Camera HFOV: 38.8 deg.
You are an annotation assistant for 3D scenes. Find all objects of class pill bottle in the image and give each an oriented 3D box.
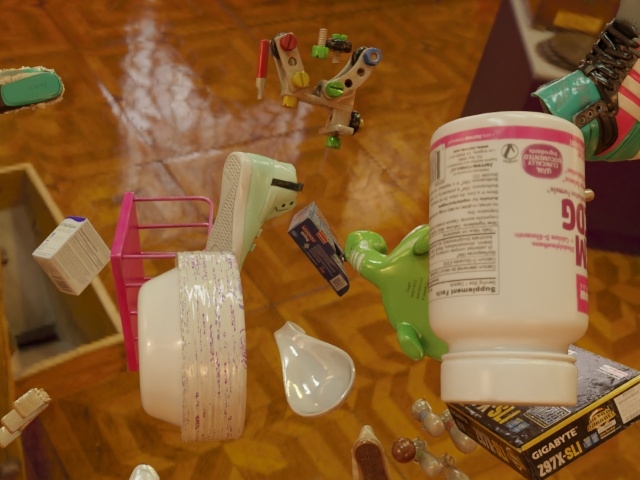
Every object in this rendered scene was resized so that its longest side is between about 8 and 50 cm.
[{"bbox_3d":[0.192,0.025,0.933,0.160,0.160,0.283,4,79,-12],"label":"pill bottle"}]

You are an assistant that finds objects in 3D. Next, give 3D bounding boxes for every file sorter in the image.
[{"bbox_3d":[-0.288,0.080,1.770,0.182,0.291,0.202,-1,37,-2],"label":"file sorter"}]

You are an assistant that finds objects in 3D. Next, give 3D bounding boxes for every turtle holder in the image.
[{"bbox_3d":[0.208,0.078,1.497,0.320,0.244,0.227,-13,9,17],"label":"turtle holder"}]

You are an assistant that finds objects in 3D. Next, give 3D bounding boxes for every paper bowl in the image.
[{"bbox_3d":[-0.196,0.157,1.355,0.148,0.284,0.284,-3,43,-11],"label":"paper bowl"}]

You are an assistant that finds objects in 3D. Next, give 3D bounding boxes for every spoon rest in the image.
[{"bbox_3d":[-0.025,0.224,1.651,0.137,0.084,0.276,-42,30,-2],"label":"spoon rest"}]

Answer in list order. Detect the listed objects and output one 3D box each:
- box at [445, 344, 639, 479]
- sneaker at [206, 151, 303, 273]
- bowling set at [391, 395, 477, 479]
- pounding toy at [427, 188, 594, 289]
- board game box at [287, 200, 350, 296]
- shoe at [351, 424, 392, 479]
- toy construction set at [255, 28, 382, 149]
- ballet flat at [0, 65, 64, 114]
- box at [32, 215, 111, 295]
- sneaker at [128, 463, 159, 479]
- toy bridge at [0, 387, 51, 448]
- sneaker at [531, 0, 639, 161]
[{"bbox_3d":[0.399,0.291,1.628,0.257,0.079,0.322,-30,12,-10],"label":"box"},{"bbox_3d":[-0.110,-0.024,1.613,0.151,0.256,0.094,3,16,-39],"label":"sneaker"},{"bbox_3d":[0.237,0.416,1.984,0.199,0.287,0.154,5,12,-16],"label":"bowling set"},{"bbox_3d":[0.258,0.046,1.191,0.182,0.237,0.110,1,47,-35],"label":"pounding toy"},{"bbox_3d":[0.000,0.000,1.993,0.194,0.060,0.194,52,10,-22],"label":"board game box"},{"bbox_3d":[0.099,0.445,1.709,0.076,0.219,0.058,-8,27,-2],"label":"shoe"},{"bbox_3d":[-0.030,-0.332,2.045,0.308,0.237,0.257,11,7,43],"label":"toy construction set"},{"bbox_3d":[-0.538,-0.234,1.478,0.240,0.091,0.077,-9,1,-35],"label":"ballet flat"},{"bbox_3d":[-0.574,0.034,2.114,0.072,0.126,0.137,8,48,39],"label":"box"},{"bbox_3d":[-0.327,0.493,1.638,0.071,0.083,0.191,0,61,0],"label":"sneaker"},{"bbox_3d":[-0.388,0.227,1.200,0.026,0.188,0.063,49,54,1],"label":"toy bridge"},{"bbox_3d":[0.393,-0.235,1.290,0.178,0.296,0.124,-12,35,-13],"label":"sneaker"}]
